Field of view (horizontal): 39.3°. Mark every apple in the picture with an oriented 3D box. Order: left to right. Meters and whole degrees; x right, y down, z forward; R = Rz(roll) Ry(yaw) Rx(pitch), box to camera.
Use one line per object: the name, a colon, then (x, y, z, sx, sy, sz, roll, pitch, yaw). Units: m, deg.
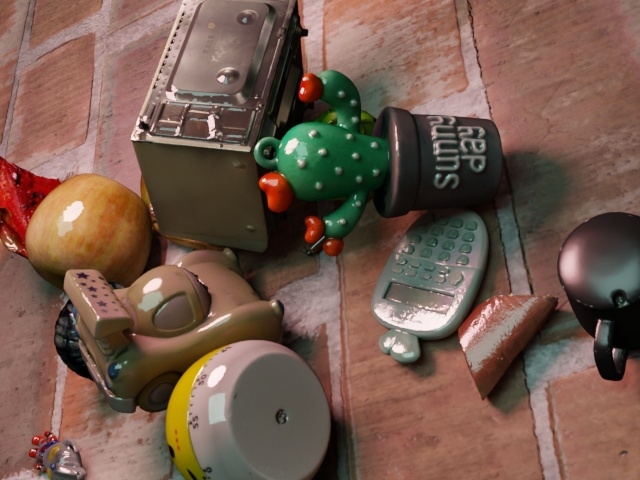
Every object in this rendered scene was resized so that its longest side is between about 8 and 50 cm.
apple: (-0.480, -0.009, 1.874, 0.257, 0.257, 0.233, -2, 61, 34)

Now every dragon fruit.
dragon fruit: (-0.684, -0.056, 2.006, 0.286, 0.329, 0.227, 15, 79, 38)

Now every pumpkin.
pumpkin: (-0.423, 0.181, 1.760, 0.202, 0.202, 0.140, -59, 31, -8)

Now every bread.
bread: (0.269, 0.143, 1.388, 0.119, 0.067, 0.192, 34, 85, 42)

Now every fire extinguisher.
fire extinguisher: (0.000, 0.000, 1.689, 0.083, 0.022, 0.028, -42, 84, 8)

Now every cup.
cup: (0.420, 0.079, 1.250, 0.169, 0.176, 0.223, 3, 65, 33)

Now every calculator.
calculator: (0.183, 0.071, 1.510, 0.184, 0.042, 0.295, 12, 69, 39)

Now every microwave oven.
microwave oven: (-0.160, -0.225, 1.687, 0.247, 0.333, 0.394, 8, 56, 6)

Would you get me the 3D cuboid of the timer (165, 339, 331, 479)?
timer: (-0.145, 0.304, 1.470, 0.285, 0.285, 0.285, -17, 55, 26)

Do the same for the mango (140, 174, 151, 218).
mango: (-0.324, -0.162, 1.955, 0.133, 0.111, 0.267, 2, 70, 23)

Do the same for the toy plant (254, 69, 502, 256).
toy plant: (0.089, -0.138, 1.476, 0.401, 0.279, 0.185, -2, 29, -9)

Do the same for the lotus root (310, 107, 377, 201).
lotus root: (0.040, -0.187, 1.697, 0.186, 0.186, 0.186, -17, 55, 26)

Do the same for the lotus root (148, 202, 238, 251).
lotus root: (-0.241, -0.034, 1.832, 0.259, 0.097, 0.110, 15, 99, 29)

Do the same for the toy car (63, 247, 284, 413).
toy car: (-0.255, 0.124, 1.577, 0.336, 0.226, 0.242, -21, 40, -23)

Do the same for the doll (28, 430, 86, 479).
doll: (-0.518, 0.435, 1.770, 0.195, 0.062, 0.104, 12, 71, 46)
